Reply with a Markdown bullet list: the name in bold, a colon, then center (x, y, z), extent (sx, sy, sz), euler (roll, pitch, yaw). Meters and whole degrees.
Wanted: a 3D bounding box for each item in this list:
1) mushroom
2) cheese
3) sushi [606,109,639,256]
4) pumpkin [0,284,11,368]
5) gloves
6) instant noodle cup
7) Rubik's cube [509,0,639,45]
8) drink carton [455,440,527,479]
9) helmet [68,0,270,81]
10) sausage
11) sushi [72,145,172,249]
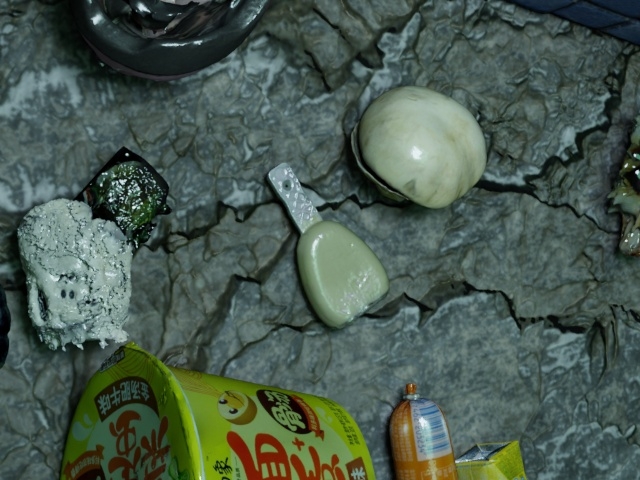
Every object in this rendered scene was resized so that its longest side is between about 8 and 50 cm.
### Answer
- **mushroom**: center (0.109, -0.098, 1.607), extent (0.154, 0.122, 0.154), euler (18, 42, -17)
- **cheese**: center (0.000, 0.000, 1.591), extent (0.097, 0.037, 0.192), euler (-35, 102, -22)
- **sushi**: center (0.406, -0.089, 1.742), extent (0.103, 0.097, 0.226), euler (23, 77, -18)
- **pumpkin**: center (-0.391, 0.081, 1.359), extent (0.202, 0.140, 0.202), euler (1, 88, -27)
- **gloves**: center (-0.245, 0.033, 1.443), extent (0.114, 0.070, 0.153), euler (-7, 95, 13)
- **instant noodle cup**: center (-0.099, 0.260, 1.413), extent (0.221, 0.311, 0.311), euler (7, 84, -34)
- **Rubik's cube**: center (0.367, -0.438, 1.613), extent (0.337, 0.344, 0.343), euler (16, 83, -23)
- **drink carton**: center (0.216, 0.333, 1.647), extent (0.074, 0.084, 0.200), euler (-24, 96, -46)
- **helmet**: center (-0.149, -0.266, 1.482), extent (0.198, 0.154, 0.253), euler (34, 55, 1)
- **sausage**: center (0.121, 0.275, 1.612), extent (0.071, 0.071, 0.234), euler (-10, 92, -24)
- **sushi**: center (-0.202, -0.040, 1.496), extent (0.085, 0.056, 0.083), euler (42, 63, -12)
